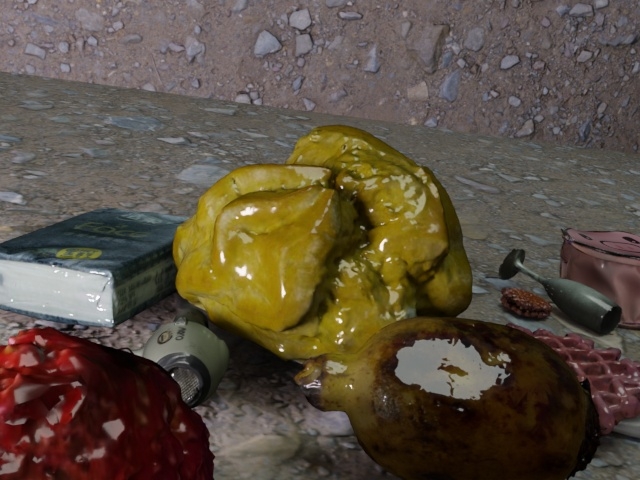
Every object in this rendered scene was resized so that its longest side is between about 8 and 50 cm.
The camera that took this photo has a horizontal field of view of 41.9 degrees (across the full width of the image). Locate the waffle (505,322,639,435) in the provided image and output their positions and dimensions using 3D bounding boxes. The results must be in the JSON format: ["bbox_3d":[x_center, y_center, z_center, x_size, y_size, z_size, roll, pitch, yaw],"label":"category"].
[{"bbox_3d":[0.261,0.162,0.974,0.221,0.055,0.234,17,28,38],"label":"waffle"}]

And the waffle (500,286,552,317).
[{"bbox_3d":[0.318,0.097,1.290,0.083,0.029,0.075,0,24,-45],"label":"waffle"}]

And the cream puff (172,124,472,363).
[{"bbox_3d":[-0.008,-0.003,0.939,0.323,0.269,0.274,25,6,37],"label":"cream puff"}]

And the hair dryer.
[{"bbox_3d":[-0.190,0.116,0.878,0.225,0.088,0.219,0,8,15],"label":"hair dryer"}]

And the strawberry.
[{"bbox_3d":[-0.180,0.159,0.475,0.274,0.220,0.274,14,16,-4],"label":"strawberry"}]

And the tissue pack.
[{"bbox_3d":[-0.267,0.028,1.028,0.186,0.081,0.257,8,16,17],"label":"tissue pack"}]

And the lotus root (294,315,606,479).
[{"bbox_3d":[0.131,0.153,0.776,0.314,0.141,0.169,11,47,-13],"label":"lotus root"}]

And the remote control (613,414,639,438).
[{"bbox_3d":[0.429,0.212,0.979,0.229,0.044,0.073,11,20,2],"label":"remote control"}]

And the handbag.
[{"bbox_3d":[0.489,0.057,1.378,0.205,0.116,0.179,2,19,-23],"label":"handbag"}]

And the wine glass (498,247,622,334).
[{"bbox_3d":[0.376,0.080,1.316,0.066,0.066,0.198,-4,28,-40],"label":"wine glass"}]
